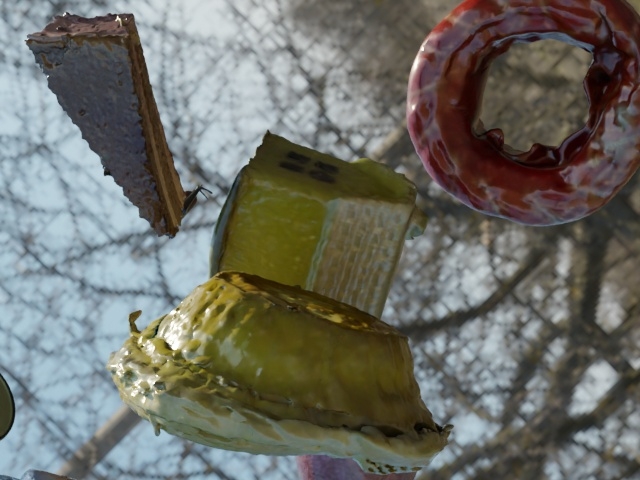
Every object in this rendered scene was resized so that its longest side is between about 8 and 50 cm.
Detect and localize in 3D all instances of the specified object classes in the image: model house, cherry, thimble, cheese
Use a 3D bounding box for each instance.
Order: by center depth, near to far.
[{"bbox_3d":[0.000,0.000,1.702,0.234,0.193,0.175,19,-157,8],"label":"model house"},{"bbox_3d":[0.296,-0.191,1.900,0.350,0.350,0.230,46,-163,5],"label":"thimble"},{"bbox_3d":[0.050,0.293,1.908,0.175,0.249,0.192,9,171,9],"label":"cherry"},{"bbox_3d":[-0.399,0.363,2.033,0.245,0.052,0.135,3,160,46],"label":"cheese"}]

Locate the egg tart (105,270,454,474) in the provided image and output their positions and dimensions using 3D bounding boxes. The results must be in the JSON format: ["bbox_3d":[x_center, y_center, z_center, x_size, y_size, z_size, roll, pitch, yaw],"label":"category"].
[{"bbox_3d":[-0.036,0.137,1.493,0.388,0.169,0.388,15,-177,-1],"label":"egg tart"}]

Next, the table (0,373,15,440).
[{"bbox_3d":[-0.523,0.250,1.845,0.126,0.220,0.126,41,-147,-33],"label":"table"}]

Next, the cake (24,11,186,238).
[{"bbox_3d":[-0.220,-0.141,1.632,0.116,0.113,0.295,-80,-30,-58],"label":"cake"}]

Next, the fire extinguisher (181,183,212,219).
[{"bbox_3d":[-0.182,-0.051,1.872,0.032,0.100,0.046,31,144,11],"label":"fire extinguisher"}]
